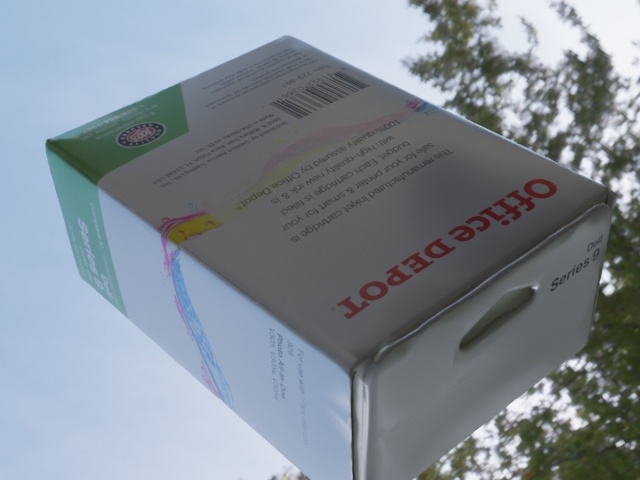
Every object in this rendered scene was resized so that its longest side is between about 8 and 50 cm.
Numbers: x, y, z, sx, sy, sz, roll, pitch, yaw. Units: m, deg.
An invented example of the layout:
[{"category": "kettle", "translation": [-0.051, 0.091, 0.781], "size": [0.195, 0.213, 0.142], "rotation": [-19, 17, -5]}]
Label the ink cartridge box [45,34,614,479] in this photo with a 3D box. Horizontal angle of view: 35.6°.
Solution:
[{"category": "ink cartridge box", "translation": [0.000, 0.000, 0.459], "size": [0.154, 0.093, 0.212], "rotation": [-30, -136, -31]}]
